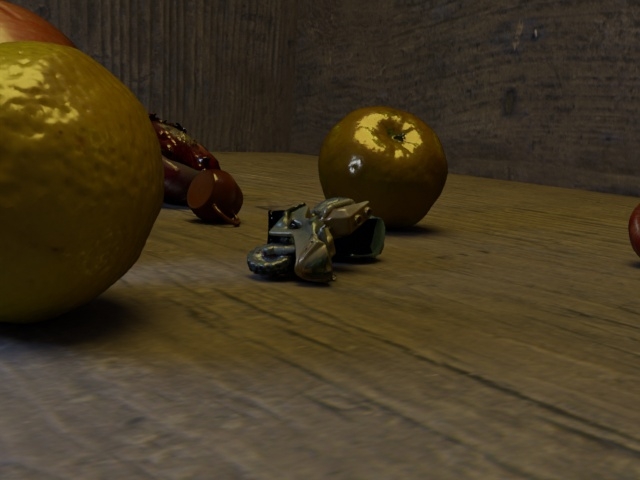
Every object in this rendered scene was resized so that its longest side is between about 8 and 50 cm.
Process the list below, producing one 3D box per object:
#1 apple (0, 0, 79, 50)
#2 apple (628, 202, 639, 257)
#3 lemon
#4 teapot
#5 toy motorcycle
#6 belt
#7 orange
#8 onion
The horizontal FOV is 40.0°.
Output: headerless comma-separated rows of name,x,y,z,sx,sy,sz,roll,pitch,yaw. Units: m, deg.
apple,-0.505,-0.172,1.333,0.346,0.392,0.391,-8,14,-37
apple,0.633,-0.019,1.572,0.131,0.146,0.146,26,-7,-38
lemon,-0.329,-0.066,0.960,0.336,0.336,0.336,3,9,-1
teapot,-0.206,-0.083,1.812,0.116,0.116,0.173,-1,37,-28
toy motorcycle,0.000,-0.001,1.308,0.129,0.094,0.229,10,33,38
belt,0.010,-0.012,1.480,0.198,0.078,0.151,3,4,9
orange,0.128,-0.151,1.866,0.279,0.235,0.279,9,50,-11
onion,-0.363,-0.163,2.088,0.272,0.195,0.272,34,20,-14
